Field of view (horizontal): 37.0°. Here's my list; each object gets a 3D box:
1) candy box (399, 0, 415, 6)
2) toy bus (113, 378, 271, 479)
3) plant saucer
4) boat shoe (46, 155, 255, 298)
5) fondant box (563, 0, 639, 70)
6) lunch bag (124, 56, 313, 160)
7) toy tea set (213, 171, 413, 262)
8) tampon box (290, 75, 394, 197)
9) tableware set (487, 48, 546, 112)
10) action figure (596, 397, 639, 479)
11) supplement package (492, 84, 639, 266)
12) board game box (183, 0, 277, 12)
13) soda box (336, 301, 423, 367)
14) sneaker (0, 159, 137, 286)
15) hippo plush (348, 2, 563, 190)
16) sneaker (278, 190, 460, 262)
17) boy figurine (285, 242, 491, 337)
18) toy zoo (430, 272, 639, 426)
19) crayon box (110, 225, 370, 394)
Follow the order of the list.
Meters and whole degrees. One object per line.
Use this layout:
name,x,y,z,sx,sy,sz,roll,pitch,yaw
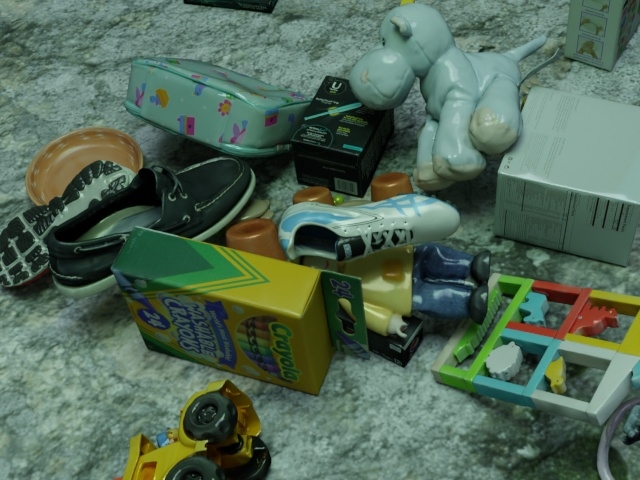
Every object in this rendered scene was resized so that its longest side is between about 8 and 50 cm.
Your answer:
candy box,0.133,-0.319,1.664,0.027,0.105,0.206,9,54,14
toy bus,-0.184,0.303,1.203,0.211,0.149,0.220,-10,47,19
plant saucer,-0.392,-0.109,1.606,0.200,0.037,0.200,-4,51,5
boat shoe,-0.245,-0.050,1.383,0.340,0.113,0.127,-29,44,-18
fondant box,0.510,-0.490,1.609,0.096,0.330,0.238,22,58,24
lunch bag,-0.159,-0.219,1.570,0.279,0.108,0.224,22,17,20
toy tea set,0.000,0.000,1.449,0.336,0.124,0.200,-11,22,3
tampon box,0.039,-0.172,1.561,0.120,0.101,0.161,15,54,17
tableware set,0.310,-0.264,1.653,0.104,0.024,0.154,-35,57,-15
action figure,0.487,0.360,1.074,0.370,0.276,0.248,27,88,4
supplement package,0.384,-0.098,1.429,0.203,0.149,0.194,15,55,18
board game box,-0.167,-0.510,1.903,0.186,0.026,0.126,9,54,14
soda box,0.061,0.112,1.364,0.169,0.053,0.060,25,59,23
sneaker,-0.384,-0.009,1.486,0.279,0.118,0.107,-33,65,9
hippo plush,0.179,-0.240,1.426,0.294,0.236,0.234,-49,15,17
sneaker,0.063,-0.009,1.237,0.237,0.085,0.086,-4,47,6
boy figurine,0.088,0.041,1.309,0.285,0.092,0.177,8,78,7
toy zoo,0.312,0.139,1.259,0.293,0.030,0.192,9,50,42
crayon box,-0.103,0.102,1.296,0.323,0.203,0.083,12,55,16
